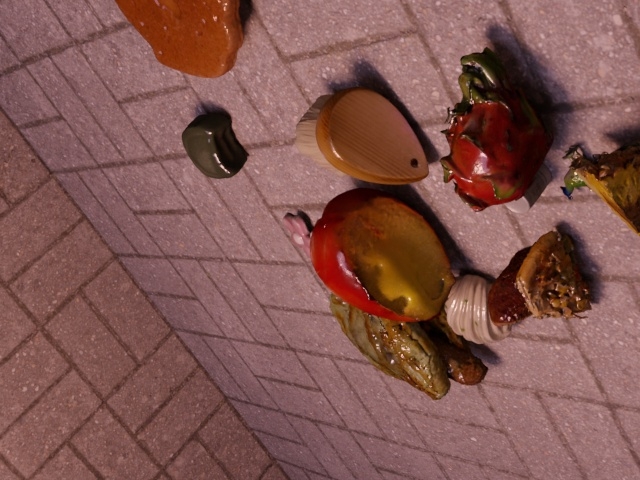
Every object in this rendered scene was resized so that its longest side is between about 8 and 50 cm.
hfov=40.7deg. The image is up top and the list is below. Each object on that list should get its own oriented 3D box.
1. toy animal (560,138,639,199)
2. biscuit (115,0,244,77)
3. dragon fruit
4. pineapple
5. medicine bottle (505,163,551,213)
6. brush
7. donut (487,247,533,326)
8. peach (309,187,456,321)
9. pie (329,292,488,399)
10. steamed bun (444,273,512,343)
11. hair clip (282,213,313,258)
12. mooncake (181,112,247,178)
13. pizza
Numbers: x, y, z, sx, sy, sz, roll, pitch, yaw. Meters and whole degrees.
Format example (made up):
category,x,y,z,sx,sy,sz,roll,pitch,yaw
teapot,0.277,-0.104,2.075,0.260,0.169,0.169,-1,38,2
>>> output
category,x,y,z,sx,sy,sz,roll,pitch,yaw
toy animal,0.470,-0.142,1.505,0.075,0.041,0.217,41,147,0
biscuit,-0.303,-0.528,1.821,0.349,0.078,0.455,40,150,12
dragon fruit,0.284,-0.184,1.516,0.200,0.198,0.269,-34,103,17
pineapple,0.509,-0.112,1.421,0.249,0.140,0.164,37,-169,-37
medicine bottle,0.385,-0.099,1.611,0.058,0.091,0.058,30,149,21
brush,0.092,-0.196,1.789,0.266,0.174,0.166,34,167,-17
donut,0.417,0.102,1.818,0.186,0.126,0.144,-12,113,56
peach,0.141,0.044,1.922,0.338,0.281,0.281,35,151,22
pie,0.188,0.248,2.234,0.395,0.180,0.418,50,157,-15
steamed bun,0.359,0.167,1.984,0.182,0.106,0.183,32,151,20
hair clip,-0.006,0.005,2.261,0.257,0.075,0.146,23,150,40
mooncake,-0.266,-0.244,2.210,0.168,0.104,0.175,37,148,18
pizza,0.469,0.093,1.704,0.069,0.147,0.226,18,144,58
